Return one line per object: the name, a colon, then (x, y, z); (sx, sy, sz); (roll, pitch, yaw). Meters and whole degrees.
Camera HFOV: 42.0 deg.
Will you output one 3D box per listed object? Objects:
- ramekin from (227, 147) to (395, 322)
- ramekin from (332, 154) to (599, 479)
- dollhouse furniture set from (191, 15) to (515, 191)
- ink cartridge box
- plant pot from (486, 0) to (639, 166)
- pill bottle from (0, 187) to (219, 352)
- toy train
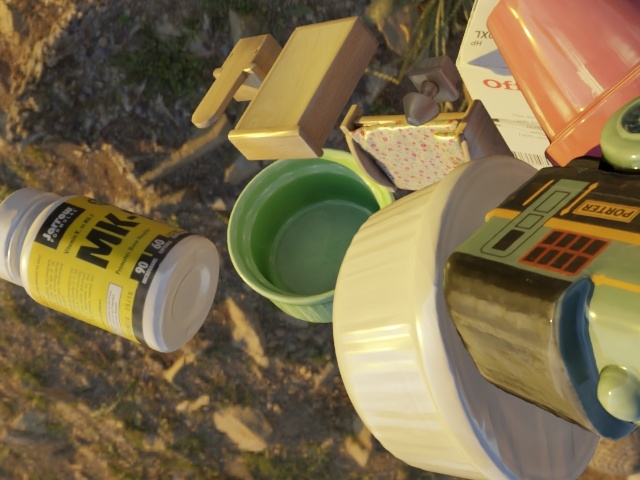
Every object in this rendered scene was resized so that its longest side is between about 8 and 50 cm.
ramekin: (0.000, 0.000, 1.500); (0.304, 0.303, 0.148); (-14, 150, 9)
ramekin: (0.126, 0.073, 0.698); (0.127, 0.272, 0.273); (-14, 138, 41)
dollhouse furniture set: (0.055, -0.083, 1.048); (0.303, 0.173, 0.355); (5, 148, 44)
ink cartridge box: (0.402, -0.218, 1.240); (0.286, 0.166, 0.395); (11, 164, 28)
plant pot: (0.257, -0.173, 0.758); (0.180, 0.201, 0.201); (51, 122, 8)
pill bottle: (-0.217, 0.023, 0.826); (0.209, 0.119, 0.119); (18, 137, 17)
toy train: (0.211, 0.025, 0.372); (0.190, 0.334, 0.142); (-40, 118, -18)
